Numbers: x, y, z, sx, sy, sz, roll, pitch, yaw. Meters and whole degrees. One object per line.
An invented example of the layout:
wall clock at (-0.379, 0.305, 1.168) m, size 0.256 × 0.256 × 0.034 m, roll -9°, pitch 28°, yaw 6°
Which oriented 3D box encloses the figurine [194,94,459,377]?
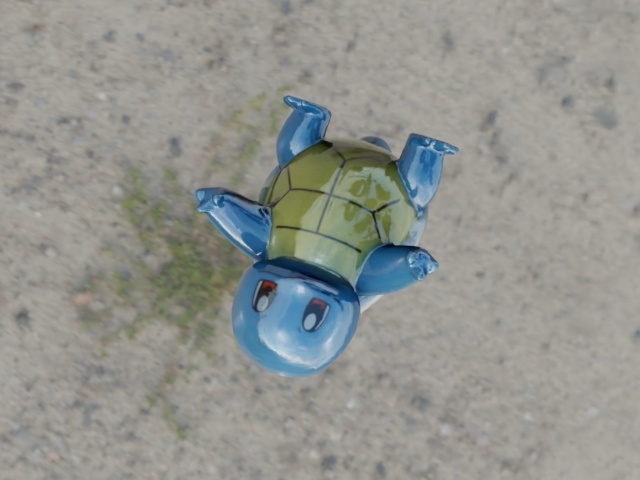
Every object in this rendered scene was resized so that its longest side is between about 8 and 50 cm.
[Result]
figurine at (0.011, -0.033, 1.757) m, size 0.416 × 0.298 × 0.243 m, roll -61°, pitch 171°, yaw -49°
